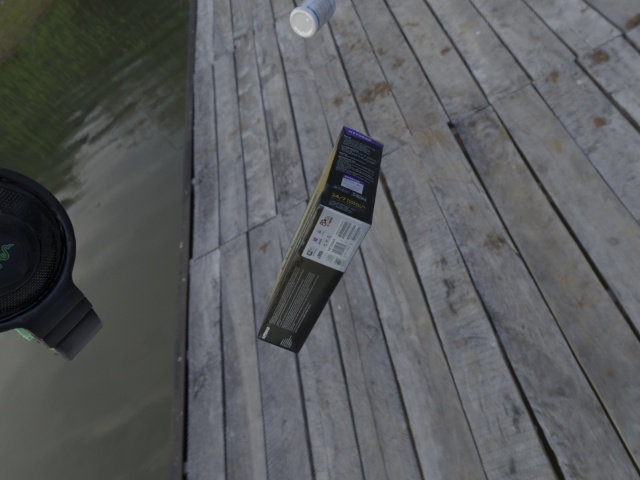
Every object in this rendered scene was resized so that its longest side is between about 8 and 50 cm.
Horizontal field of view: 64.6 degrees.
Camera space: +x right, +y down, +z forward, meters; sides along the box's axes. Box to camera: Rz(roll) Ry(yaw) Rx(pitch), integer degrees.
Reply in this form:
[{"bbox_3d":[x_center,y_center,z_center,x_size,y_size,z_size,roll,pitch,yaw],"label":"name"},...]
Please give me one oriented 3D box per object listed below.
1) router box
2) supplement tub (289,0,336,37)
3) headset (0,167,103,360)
[{"bbox_3d":[0.000,0.000,0.845,0.242,0.081,0.308,-75,9,-52],"label":"router box"},{"bbox_3d":[-0.017,-0.521,1.160,0.071,0.071,0.107,4,46,37],"label":"supplement tub"},{"bbox_3d":[-0.340,-0.002,0.406,0.244,0.394,0.185,24,59,22],"label":"headset"}]
